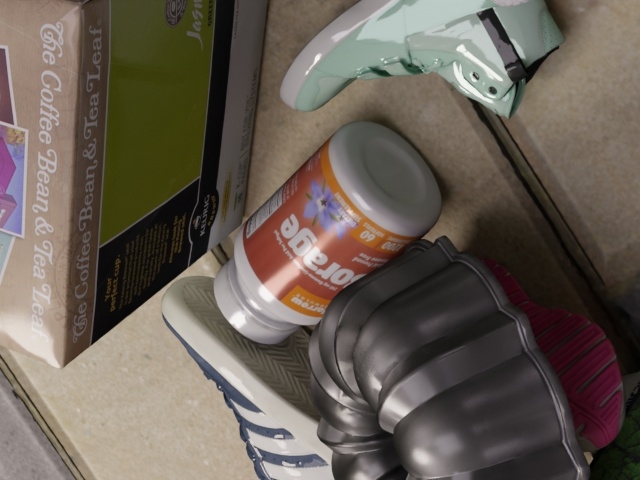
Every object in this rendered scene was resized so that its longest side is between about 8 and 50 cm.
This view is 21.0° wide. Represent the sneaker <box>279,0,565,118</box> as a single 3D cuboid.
[{"bbox_3d":[0.085,-0.143,1.461,0.256,0.094,0.151,-35,89,32],"label":"sneaker"}]

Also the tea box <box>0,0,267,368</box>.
[{"bbox_3d":[-0.216,-0.124,1.491,0.220,0.323,0.329,18,120,19],"label":"tea box"}]

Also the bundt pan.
[{"bbox_3d":[0.090,0.170,1.446,0.331,0.124,0.331,55,157,38],"label":"bundt pan"}]

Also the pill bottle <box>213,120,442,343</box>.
[{"bbox_3d":[0.000,0.000,1.561,0.121,0.121,0.216,46,125,1],"label":"pill bottle"}]

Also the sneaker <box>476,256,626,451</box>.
[{"bbox_3d":[0.183,0.115,1.502,0.252,0.103,0.111,46,160,52],"label":"sneaker"}]

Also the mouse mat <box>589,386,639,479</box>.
[{"bbox_3d":[0.302,0.205,1.428,0.153,0.007,0.189,33,124,12],"label":"mouse mat"}]

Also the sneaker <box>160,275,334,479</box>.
[{"bbox_3d":[-0.036,0.187,1.662,0.350,0.131,0.148,42,121,3],"label":"sneaker"}]

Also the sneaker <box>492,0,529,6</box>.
[{"bbox_3d":[0.207,-0.355,1.282,0.210,0.137,0.366,46,120,1],"label":"sneaker"}]

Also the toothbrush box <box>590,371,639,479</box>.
[{"bbox_3d":[0.399,0.195,1.449,0.283,0.122,0.206,-17,104,34],"label":"toothbrush box"}]
